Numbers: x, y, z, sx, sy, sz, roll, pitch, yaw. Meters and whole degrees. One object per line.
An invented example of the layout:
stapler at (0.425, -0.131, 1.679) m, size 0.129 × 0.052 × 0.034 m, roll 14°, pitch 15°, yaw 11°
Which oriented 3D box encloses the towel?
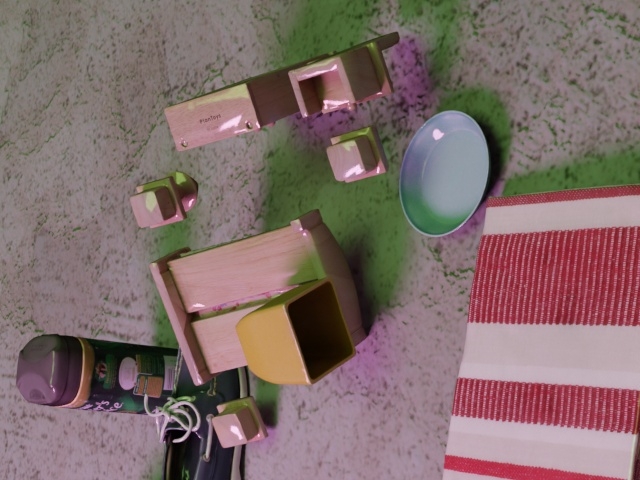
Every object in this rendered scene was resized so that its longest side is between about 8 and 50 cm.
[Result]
towel at (0.194, 0.119, 1.267) m, size 0.237 × 0.037 × 0.329 m, roll -3°, pitch 75°, yaw 56°

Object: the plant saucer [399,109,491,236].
plant saucer at (0.120, -0.061, 1.429) m, size 0.119 × 0.021 × 0.119 m, roll -16°, pitch 68°, yaw 48°

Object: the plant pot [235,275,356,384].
plant pot at (-0.031, 0.089, 1.451) m, size 0.083 × 0.081 × 0.081 m, roll -11°, pitch 101°, yaw 38°

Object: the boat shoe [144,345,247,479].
boat shoe at (-0.136, 0.207, 1.640) m, size 0.095 × 0.079 × 0.254 m, roll -12°, pitch 72°, yaw 50°

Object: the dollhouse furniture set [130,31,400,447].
dollhouse furniture set at (0.000, 0.000, 1.552) m, size 0.303 × 0.174 × 0.355 m, roll -14°, pitch 99°, yaw 34°

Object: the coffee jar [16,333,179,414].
coffee jar at (-0.238, 0.149, 1.695) m, size 0.096 × 0.184 × 0.079 m, roll -7°, pitch 76°, yaw 51°
